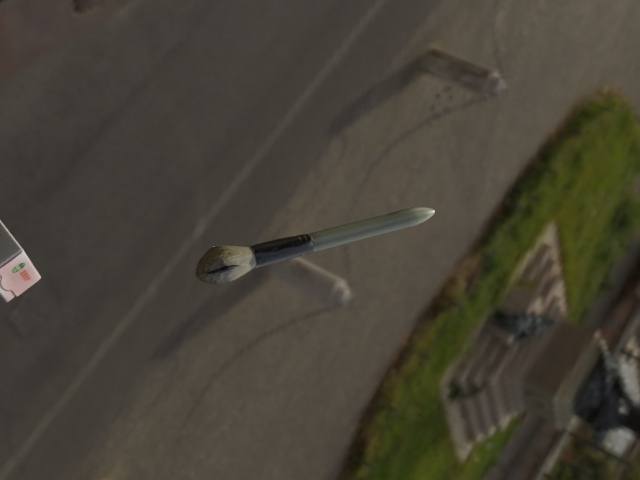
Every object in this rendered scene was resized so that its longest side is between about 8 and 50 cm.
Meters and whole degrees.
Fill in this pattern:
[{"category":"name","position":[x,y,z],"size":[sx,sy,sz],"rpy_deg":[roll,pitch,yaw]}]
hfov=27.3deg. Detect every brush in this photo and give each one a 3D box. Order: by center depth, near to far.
[{"category":"brush","position":[0.000,0.000,1.477],"size":[0.299,0.039,0.042],"rpy_deg":[-14,147,-21]}]

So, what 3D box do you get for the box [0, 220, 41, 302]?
[{"category":"box","position":[-0.329,-0.009,1.270],"size":[0.043,0.125,0.089],"rpy_deg":[-37,166,-12]}]
